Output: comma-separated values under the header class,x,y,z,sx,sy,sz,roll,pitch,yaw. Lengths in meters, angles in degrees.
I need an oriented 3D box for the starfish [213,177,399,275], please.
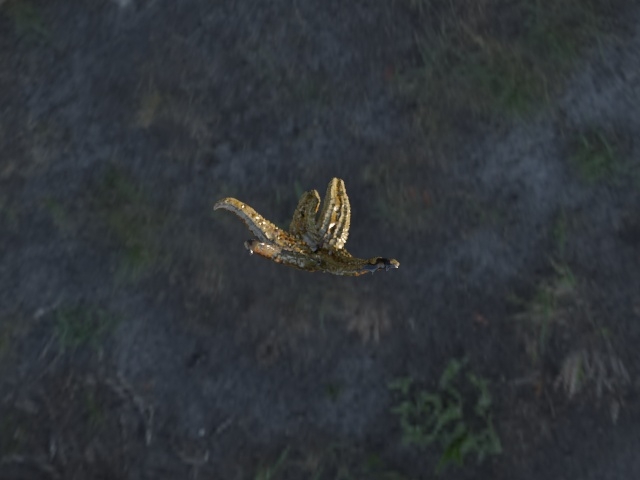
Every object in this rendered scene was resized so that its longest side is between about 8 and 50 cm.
class,x,y,z,sx,sy,sz,roll,pitch,yaw
starfish,-0.002,0.005,1.046,0.130,0.133,0.041,30,125,34
